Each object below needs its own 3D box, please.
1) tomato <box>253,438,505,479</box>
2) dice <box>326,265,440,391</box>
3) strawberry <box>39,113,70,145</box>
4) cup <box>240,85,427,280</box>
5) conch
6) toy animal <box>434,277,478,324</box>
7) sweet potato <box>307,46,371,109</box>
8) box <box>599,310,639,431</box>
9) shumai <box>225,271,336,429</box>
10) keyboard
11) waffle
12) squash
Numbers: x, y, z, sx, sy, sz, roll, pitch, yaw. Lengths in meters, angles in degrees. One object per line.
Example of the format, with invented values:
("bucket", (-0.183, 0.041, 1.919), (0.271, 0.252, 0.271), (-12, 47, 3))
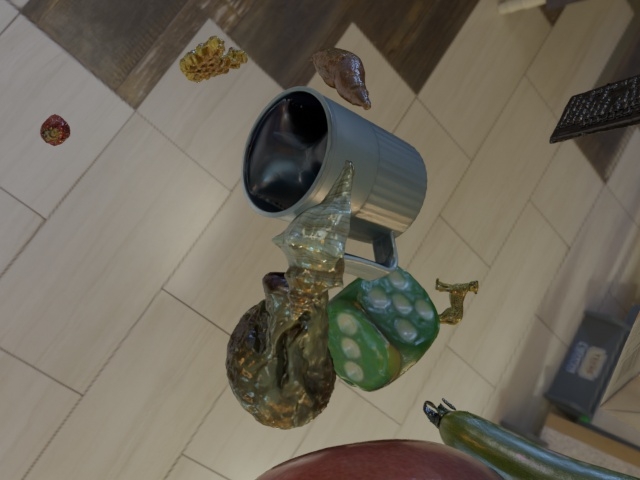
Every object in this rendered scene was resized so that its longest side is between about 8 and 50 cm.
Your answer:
("tomato", (0.042, 0.244, 0.371), (0.224, 0.256, 0.256), (-25, 108, -2))
("dice", (0.168, 0.263, 1.900), (0.300, 0.297, 0.287), (49, 44, 6))
("strawberry", (-0.663, -0.281, 1.548), (0.073, 0.083, 0.073), (-6, 131, -7))
("cup", (0.053, -0.116, 1.247), (0.311, 0.331, 0.257), (16, 119, -43))
("conch", (-0.011, 0.006, 0.910), (0.114, 0.137, 0.234), (5, 114, -13))
("toy animal", (0.432, 0.210, 1.998), (0.136, 0.073, 0.181), (8, 95, 11))
("sweet potato", (0.045, -0.255, 0.958), (0.068, 0.226, 0.068), (-13, 128, -17))
("box", (0.601, 0.152, 0.921), (0.341, 0.225, 0.143), (-50, 161, -29))
("shumai", (-0.053, 0.197, 1.136), (0.222, 0.203, 0.272), (-11, 69, -32))
("keyboard", (0.377, -0.168, 0.732), (0.017, 0.250, 0.087), (36, 75, -19))
("waffle", (-0.253, -0.427, 1.446), (0.149, 0.194, 0.051), (-28, 89, 4))
("squash", (0.263, 0.274, 0.722), (0.071, 0.318, 0.080), (-6, 111, -68))
